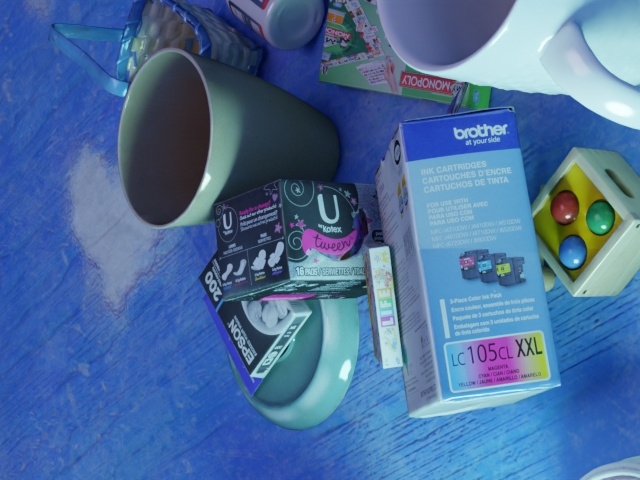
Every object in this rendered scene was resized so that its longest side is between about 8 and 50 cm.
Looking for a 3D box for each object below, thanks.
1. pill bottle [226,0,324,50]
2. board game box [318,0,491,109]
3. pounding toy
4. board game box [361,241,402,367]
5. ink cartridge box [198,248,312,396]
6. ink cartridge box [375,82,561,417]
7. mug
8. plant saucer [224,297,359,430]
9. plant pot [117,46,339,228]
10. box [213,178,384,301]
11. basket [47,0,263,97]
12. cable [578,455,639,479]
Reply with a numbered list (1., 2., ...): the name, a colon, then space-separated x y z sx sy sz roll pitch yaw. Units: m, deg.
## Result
1. pill bottle: -0.083 -0.376 2.139 0.180 0.108 0.108 44 121 42
2. board game box: 0.123 -0.307 1.935 0.317 0.046 0.214 18 104 49
3. pounding toy: 0.293 -0.012 1.683 0.206 0.094 0.181 -57 49 32
4. board game box: 0.079 0.081 1.801 0.103 0.026 0.154 -144 47 -85
5. ink cartridge box: -0.115 0.101 2.148 0.208 0.045 0.206 -56 50 35
6. ink cartridge box: 0.166 0.006 1.707 0.270 0.151 0.396 113 148 -78
7. mug: 0.285 -0.258 1.493 0.276 0.328 0.374 -56 43 37
8. plant saucer: -0.059 0.135 2.146 0.317 0.043 0.318 -1 89 51
9. plant pot: -0.117 -0.139 2.039 0.256 0.274 0.257 -4 84 51
10. box: 0.000 0.000 1.916 0.163 0.247 0.142 -18 76 48
11. basket: -0.257 -0.281 2.202 0.255 0.289 0.201 43 120 44
12. cable: 0.373 0.376 1.579 0.257 0.089 0.257 -45 56 40
